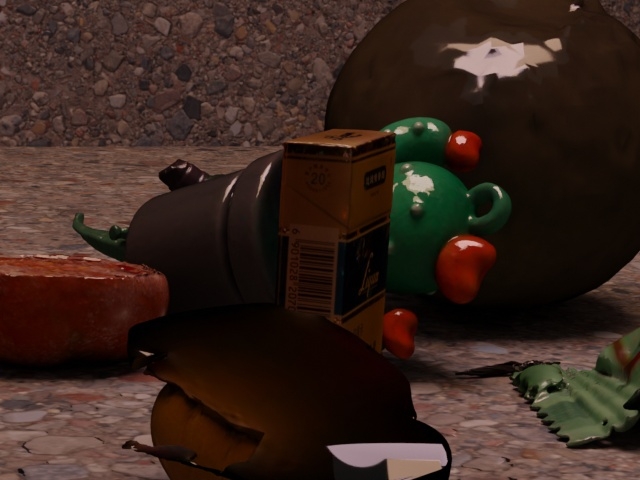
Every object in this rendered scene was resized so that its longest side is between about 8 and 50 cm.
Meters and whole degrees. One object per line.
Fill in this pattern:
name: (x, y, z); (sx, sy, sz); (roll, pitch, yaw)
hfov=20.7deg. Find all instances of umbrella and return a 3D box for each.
umbrella: (0.183, 0.122, 1.685); (0.122, 0.013, 0.022); (-4, -2, -31)

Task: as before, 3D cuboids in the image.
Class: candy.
candy: (0.375, 0.099, 1.539); (0.397, 0.172, 0.263); (-18, -2, 0)

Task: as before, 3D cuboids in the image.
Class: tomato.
tomato: (-0.253, 0.067, 1.678); (0.236, 0.095, 0.237); (2, 4, 0)

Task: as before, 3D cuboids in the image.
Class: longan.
longan: (0.206, -0.110, 2.002); (0.404, 0.404, 0.436); (2, 1, -1)

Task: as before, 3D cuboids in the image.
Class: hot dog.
hot dog: (-0.033, 0.147, 1.174); (0.194, 0.107, 0.326); (-9, 19, -7)

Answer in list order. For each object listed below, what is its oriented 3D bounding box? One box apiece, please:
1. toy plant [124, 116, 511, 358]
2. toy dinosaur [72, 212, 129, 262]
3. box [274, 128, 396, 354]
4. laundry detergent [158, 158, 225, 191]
toy plant: (0.006, -0.008, 1.736); (0.400, 0.185, 0.279); (-8, 28, 35)
toy dinosaur: (-0.207, 0.015, 2.114); (0.292, 0.079, 0.120); (9, 5, 26)
box: (0.011, 0.025, 1.533); (0.070, 0.237, 0.152); (8, 9, 16)
laundry detergent: (-0.093, -0.014, 1.953); (0.221, 0.078, 0.144); (36, -18, -17)
